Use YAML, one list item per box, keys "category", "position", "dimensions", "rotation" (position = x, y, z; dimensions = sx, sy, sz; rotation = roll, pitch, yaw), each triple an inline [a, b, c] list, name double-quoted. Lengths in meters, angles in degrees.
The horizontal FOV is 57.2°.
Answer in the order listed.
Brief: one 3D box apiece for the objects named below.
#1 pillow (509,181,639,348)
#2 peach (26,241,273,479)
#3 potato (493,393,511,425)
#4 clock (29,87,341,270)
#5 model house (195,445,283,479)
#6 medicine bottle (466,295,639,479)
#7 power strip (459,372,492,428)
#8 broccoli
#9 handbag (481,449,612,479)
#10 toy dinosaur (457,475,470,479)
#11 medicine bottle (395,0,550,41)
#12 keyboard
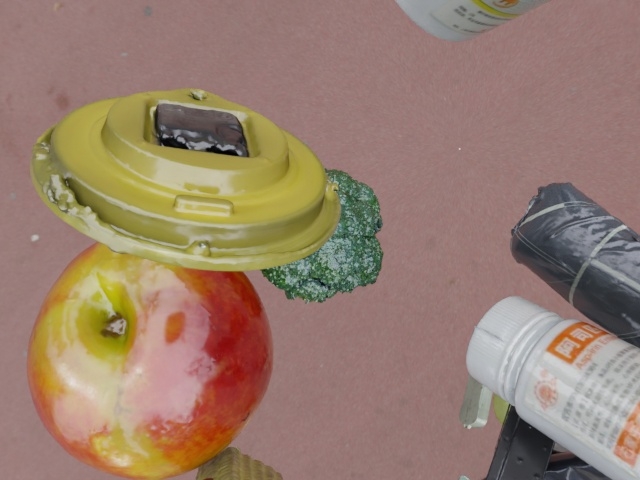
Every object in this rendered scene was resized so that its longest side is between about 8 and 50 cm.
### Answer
- category: "pillow"
  position: [0.426, 0.045, 0.857]
  dimensions: [0.335, 0.092, 0.161]
  rotation: [46, 130, 37]
- category: "peach"
  position: [-0.248, 0.179, 0.924]
  dimensions: [0.388, 0.388, 0.388]
  rotation: [2, 99, 13]
- category: "potato"
  position: [0.413, 0.376, 1.187]
  dimensions: [0.149, 0.120, 0.081]
  rotation: [42, 134, -14]
- category: "clock"
  position: [-0.091, -0.065, 0.445]
  dimensions: [0.237, 0.237, 0.057]
  rotation: [24, 122, 9]
- category: "model house"
  position: [-0.111, 0.440, 0.883]
  dimensions: [0.160, 0.196, 0.254]
  rotation: [-26, 98, -5]
- category: "medicine bottle"
  position: [0.304, 0.172, 0.683]
  dimensions: [0.252, 0.144, 0.144]
  rotation: [27, 108, 48]
- category: "power strip"
  position: [0.367, 0.319, 1.341]
  dimensions: [0.029, 0.080, 0.227]
  rotation: [21, 72, -13]
- category: "broccoli"
  position: [0.000, 0.000, 1.065]
  dimensions: [0.270, 0.270, 0.270]
  rotation: [1, 62, -2]
- category: "handbag"
  position: [0.381, 0.347, 0.857]
  dimensions: [0.211, 0.254, 0.088]
  rotation: [-33, 50, 42]
- category: "toy dinosaur"
  position: [0.232, 0.597, 1.220]
  dimensions: [0.205, 0.393, 0.092]
  rotation: [-50, 65, 25]
- category: "medicine bottle"
  position: [0.218, -0.388, 0.695]
  dimensions: [0.232, 0.238, 0.238]
  rotation: [-11, 98, 56]
- category: "keyboard"
  position: [0.253, 0.317, 0.769]
  dimensions: [0.072, 0.231, 0.023]
  rotation: [8, 146, 37]
